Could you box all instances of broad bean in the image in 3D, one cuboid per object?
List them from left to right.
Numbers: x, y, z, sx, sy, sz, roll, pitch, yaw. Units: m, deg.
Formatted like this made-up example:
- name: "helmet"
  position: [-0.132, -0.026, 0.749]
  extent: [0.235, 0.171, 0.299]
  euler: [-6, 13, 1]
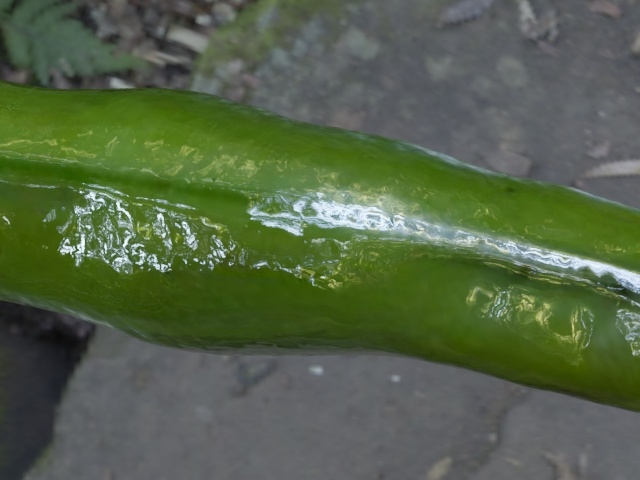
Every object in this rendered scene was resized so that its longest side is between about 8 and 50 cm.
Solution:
- name: "broad bean"
  position: [0.005, 0.002, 0.367]
  extent: [0.318, 0.098, 0.056]
  euler: [10, 86, 29]
